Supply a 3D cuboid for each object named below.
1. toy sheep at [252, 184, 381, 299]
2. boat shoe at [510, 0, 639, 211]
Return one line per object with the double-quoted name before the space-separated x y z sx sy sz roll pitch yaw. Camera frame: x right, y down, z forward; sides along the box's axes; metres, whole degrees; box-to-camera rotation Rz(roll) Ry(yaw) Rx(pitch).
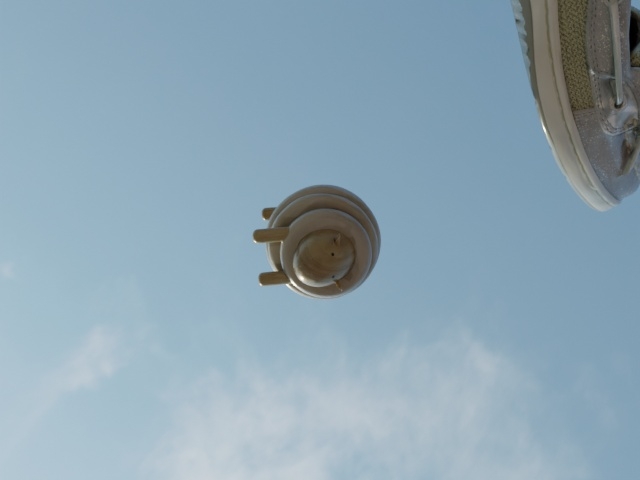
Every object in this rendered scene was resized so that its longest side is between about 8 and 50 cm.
"toy sheep" 0.000 0.000 0.786 0.091 0.132 0.091 1 -69 2
"boat shoe" 0.174 -0.153 0.686 0.103 0.118 0.320 -10 -54 16
